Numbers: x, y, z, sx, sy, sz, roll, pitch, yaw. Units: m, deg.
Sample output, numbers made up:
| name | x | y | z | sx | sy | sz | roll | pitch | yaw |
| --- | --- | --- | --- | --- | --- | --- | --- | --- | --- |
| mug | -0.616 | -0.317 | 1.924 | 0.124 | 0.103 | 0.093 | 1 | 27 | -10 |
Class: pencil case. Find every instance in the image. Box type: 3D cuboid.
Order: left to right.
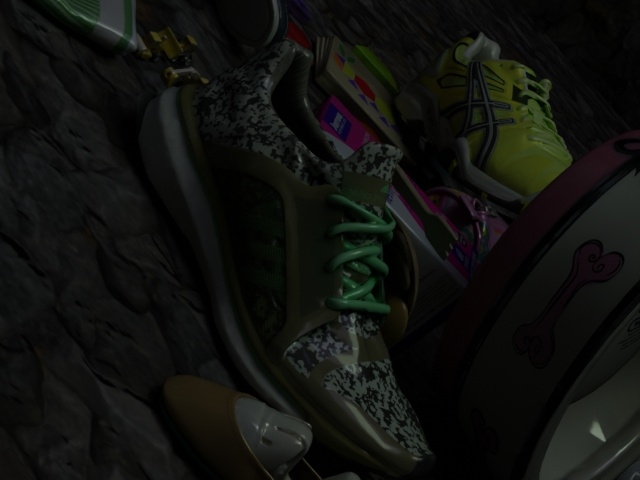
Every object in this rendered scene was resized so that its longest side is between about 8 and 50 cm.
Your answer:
| name | x | y | z | sx | sy | sz | roll | pitch | yaw |
| --- | --- | --- | --- | --- | --- | --- | --- | --- | --- |
| pencil case | 0.191 | 0.021 | 1.603 | 0.284 | 0.124 | 0.124 | 20 | 37 | -55 |

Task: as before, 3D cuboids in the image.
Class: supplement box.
| name | x | y | z | sx | sy | sz | roll | pitch | yaw |
| --- | --- | --- | --- | --- | --- | --- | --- | --- | --- |
| supplement box | 0.038 | -0.013 | 1.354 | 0.220 | 0.114 | 0.111 | 45 | 23 | -12 |

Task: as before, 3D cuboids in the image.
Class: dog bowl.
| name | x | y | z | sx | sy | sz | roll | pitch | yaw |
| --- | --- | --- | --- | --- | --- | --- | --- | --- | --- |
| dog bowl | 0.275 | 0.070 | 1.350 | 0.150 | 0.408 | 0.408 | 42 | 15 | 28 |

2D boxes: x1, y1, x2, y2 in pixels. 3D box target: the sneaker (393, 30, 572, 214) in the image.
| name | x | y | z | sx | sy | sz | roll | pitch | yaw |
| --- | --- | --- | --- | --- | --- | --- | --- | --- | --- |
| sneaker | 0.216 | -0.135 | 1.678 | 0.145 | 0.147 | 0.384 | 25 | 17 | -38 |

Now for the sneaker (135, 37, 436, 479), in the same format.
| name | x | y | z | sx | sy | sz | roll | pitch | yaw |
| --- | --- | --- | --- | --- | --- | --- | --- | --- | --- |
| sneaker | 0.000 | 0.000 | 1.152 | 0.410 | 0.182 | 0.158 | 60 | 22 | 19 |

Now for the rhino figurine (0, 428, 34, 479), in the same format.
| name | x | y | z | sx | sy | sz | roll | pitch | yaw |
| --- | --- | --- | --- | --- | --- | --- | --- | --- | --- |
| rhino figurine | -0.170 | 0.153 | 0.709 | 0.243 | 0.073 | 0.106 | 55 | 24 | 4 |

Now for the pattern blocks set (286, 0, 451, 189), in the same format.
| name | x | y | z | sx | sy | sz | roll | pitch | yaw |
| --- | --- | --- | --- | --- | --- | --- | --- | --- | --- |
| pattern blocks set | 0.056 | -0.175 | 1.772 | 0.325 | 0.026 | 0.285 | 48 | 21 | -8 |

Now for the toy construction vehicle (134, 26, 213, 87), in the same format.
| name | x | y | z | sx | sy | sz | roll | pitch | yaw |
| --- | --- | --- | --- | --- | --- | --- | --- | --- | --- |
| toy construction vehicle | -0.136 | -0.174 | 1.362 | 0.098 | 0.035 | 0.086 | 9 | 47 | -61 |

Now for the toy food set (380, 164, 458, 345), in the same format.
| name | x | y | z | sx | sy | sz | roll | pitch | yaw |
| --- | --- | --- | --- | --- | --- | --- | --- | --- | --- |
| toy food set | 0.039 | 0.026 | 1.225 | 0.038 | 0.192 | 0.132 | -13 | 53 | -34 |

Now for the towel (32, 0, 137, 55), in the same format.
| name | x | y | z | sx | sy | sz | roll | pitch | yaw |
| --- | --- | --- | --- | --- | --- | --- | --- | --- | --- |
| towel | -0.291 | -0.318 | 1.277 | 0.325 | 0.038 | 0.248 | 38 | 25 | -31 |

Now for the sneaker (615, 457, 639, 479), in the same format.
| name | x | y | z | sx | sy | sz | roll | pitch | yaw |
| --- | --- | --- | --- | --- | --- | --- | --- | --- | --- |
| sneaker | 0.321 | 0.288 | 1.511 | 0.115 | 0.105 | 0.281 | 15 | 32 | -8 |

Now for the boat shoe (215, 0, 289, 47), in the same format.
| name | x | y | z | sx | sy | sz | roll | pitch | yaw |
| --- | --- | --- | --- | --- | --- | --- | --- | --- | --- |
| boat shoe | -0.083 | -0.303 | 1.611 | 0.079 | 0.095 | 0.254 | 15 | 31 | -41 |

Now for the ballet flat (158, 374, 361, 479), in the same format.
| name | x | y | z | sx | sy | sz | roll | pitch | yaw |
| --- | --- | --- | --- | --- | --- | --- | --- | --- | --- |
| ballet flat | -0.015 | 0.169 | 0.999 | 0.232 | 0.073 | 0.080 | 49 | 21 | -6 |
